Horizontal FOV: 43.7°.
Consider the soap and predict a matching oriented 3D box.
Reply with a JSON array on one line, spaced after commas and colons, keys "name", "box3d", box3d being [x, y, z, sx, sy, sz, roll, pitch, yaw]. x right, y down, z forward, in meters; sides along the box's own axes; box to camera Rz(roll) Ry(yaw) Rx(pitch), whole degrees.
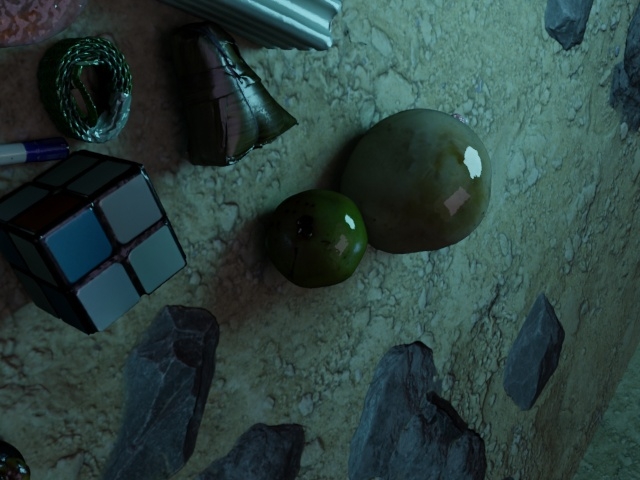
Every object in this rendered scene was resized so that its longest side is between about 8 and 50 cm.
[{"name": "soap", "box3d": [-0.116, -0.368, 1.202, 0.265, 0.159, 0.088, 12, 93, -46]}]

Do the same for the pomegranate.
[{"name": "pomegranate", "box3d": [0.009, 0.001, 1.426, 0.210, 0.179, 0.180, 11, 94, -47]}]

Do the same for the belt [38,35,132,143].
[{"name": "belt", "box3d": [-0.317, -0.205, 1.106, 0.121, 0.079, 0.152, -17, 114, -41]}]

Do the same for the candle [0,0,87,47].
[{"name": "candle", "box3d": [-0.438, -0.334, 0.915, 0.287, 0.131, 0.317, -55, 132, -15]}]

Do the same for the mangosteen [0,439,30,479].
[{"name": "mangosteen", "box3d": [-0.457, 0.332, 1.085, 0.140, 0.140, 0.140, -15, 112, -42]}]

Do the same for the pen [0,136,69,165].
[{"name": "pen", "box3d": [-0.456, -0.104, 1.031, 0.269, 0.033, 0.033, -15, 112, -41]}]

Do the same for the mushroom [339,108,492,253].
[{"name": "mushroom", "box3d": [0.196, -0.091, 1.541, 0.293, 0.292, 0.290, -63, 153, -11]}]

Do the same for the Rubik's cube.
[{"name": "Rubik's cube", "box3d": [-0.320, -0.003, 1.092, 0.180, 0.183, 0.167, -39, 125, -28]}]

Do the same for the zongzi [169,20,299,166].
[{"name": "zongzi", "box3d": [-0.123, -0.251, 1.273, 0.242, 0.112, 0.221, -33, 123, -43]}]

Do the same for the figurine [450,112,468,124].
[{"name": "figurine", "box3d": [0.264, -0.233, 1.707, 0.129, 0.054, 0.072, -24, 133, -46]}]
